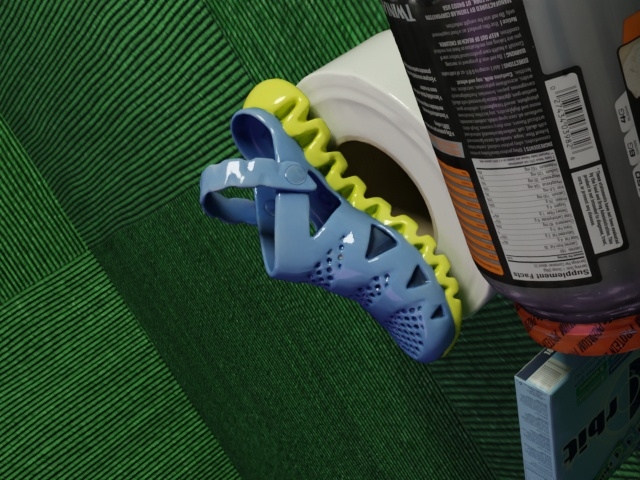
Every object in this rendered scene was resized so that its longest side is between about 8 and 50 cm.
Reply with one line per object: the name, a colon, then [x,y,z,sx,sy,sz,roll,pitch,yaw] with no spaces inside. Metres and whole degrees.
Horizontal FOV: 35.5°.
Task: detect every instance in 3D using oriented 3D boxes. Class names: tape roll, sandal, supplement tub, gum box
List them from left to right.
sandal: [0.000,0.000,0.949,0.317,0.138,0.126,46,150,11]
tape roll: [0.091,-0.060,0.992,0.286,0.100,0.286,38,149,28]
supplement tub: [0.176,-0.086,0.721,0.193,0.193,0.316,13,133,52]
gum box: [0.248,0.151,0.918,0.041,0.157,0.184,27,142,41]
